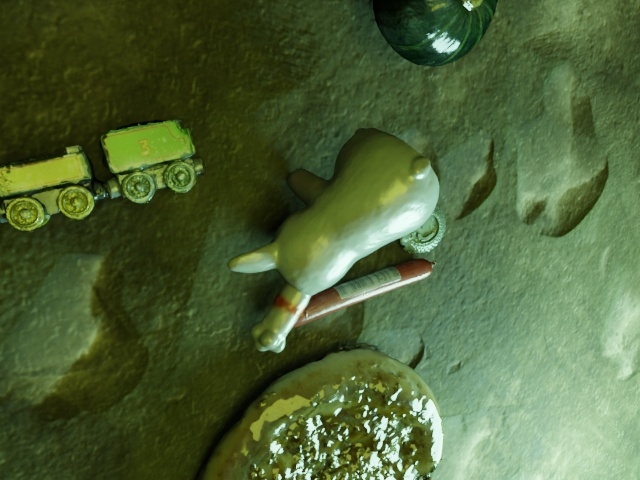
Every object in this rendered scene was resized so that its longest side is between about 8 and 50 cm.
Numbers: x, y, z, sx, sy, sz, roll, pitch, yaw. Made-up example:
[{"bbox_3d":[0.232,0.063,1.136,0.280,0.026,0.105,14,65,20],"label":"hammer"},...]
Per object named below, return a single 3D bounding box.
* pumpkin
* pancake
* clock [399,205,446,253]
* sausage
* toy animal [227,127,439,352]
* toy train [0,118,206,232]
[{"bbox_3d":[0.138,-0.293,0.625,0.167,0.125,0.167,-7,105,-25],"label":"pumpkin"},{"bbox_3d":[0.023,0.325,0.721,0.382,0.071,0.382,-6,103,-26],"label":"pancake"},{"bbox_3d":[0.145,-0.018,0.749,0.083,0.010,0.074,-6,103,-27],"label":"clock"},{"bbox_3d":[0.054,0.066,0.707,0.253,0.034,0.034,-16,107,-24],"label":"sausage"},{"bbox_3d":[0.004,-0.009,0.621,0.282,0.138,0.140,-39,109,9],"label":"toy animal"},{"bbox_3d":[-0.217,-0.067,0.525,0.202,0.060,0.081,-18,101,-23],"label":"toy train"}]
